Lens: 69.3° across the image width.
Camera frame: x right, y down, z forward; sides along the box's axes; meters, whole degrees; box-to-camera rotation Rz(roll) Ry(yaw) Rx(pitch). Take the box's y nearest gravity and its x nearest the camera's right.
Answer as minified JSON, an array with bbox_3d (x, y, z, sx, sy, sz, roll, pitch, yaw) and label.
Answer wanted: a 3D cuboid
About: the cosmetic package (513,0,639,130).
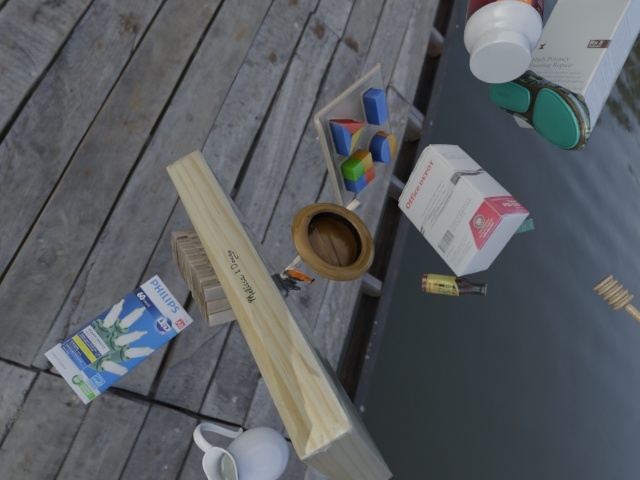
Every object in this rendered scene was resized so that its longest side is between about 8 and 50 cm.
[{"bbox_3d":[0.403,-0.289,0.726,0.086,0.117,0.231,33,82,-45],"label":"cosmetic package"}]

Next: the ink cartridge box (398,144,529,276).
[{"bbox_3d":[0.267,-0.064,0.906,0.092,0.158,0.217,-8,48,-32],"label":"ink cartridge box"}]

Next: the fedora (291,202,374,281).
[{"bbox_3d":[0.019,0.012,0.975,0.195,0.079,0.194,10,54,-14],"label":"fedora"}]

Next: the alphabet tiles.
[{"bbox_3d":[0.000,0.000,1.208,0.284,0.278,0.021,-45,85,5],"label":"alphabet tiles"}]

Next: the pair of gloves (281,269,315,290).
[{"bbox_3d":[-0.060,0.082,0.978,0.083,0.074,0.010,-28,131,-57],"label":"pair of gloves"}]

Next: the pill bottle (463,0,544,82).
[{"bbox_3d":[0.216,-0.266,0.545,0.086,0.086,0.151,26,65,-32],"label":"pill bottle"}]

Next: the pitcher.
[{"bbox_3d":[-0.175,0.470,1.033,0.177,0.125,0.207,49,16,27],"label":"pitcher"}]

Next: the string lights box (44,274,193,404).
[{"bbox_3d":[-0.422,0.205,0.993,0.260,0.077,0.133,-39,94,-21],"label":"string lights box"}]

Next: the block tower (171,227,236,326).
[{"bbox_3d":[-0.253,0.068,1.036,0.097,0.335,0.090,-12,117,-28],"label":"block tower"}]

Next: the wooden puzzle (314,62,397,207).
[{"bbox_3d":[0.134,-0.307,1.388,0.347,0.081,0.322,-49,140,-30],"label":"wooden puzzle"}]

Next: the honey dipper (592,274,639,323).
[{"bbox_3d":[0.407,0.111,0.567,0.031,0.030,0.160,-22,64,-38],"label":"honey dipper"}]

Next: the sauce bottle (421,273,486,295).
[{"bbox_3d":[0.275,0.093,0.956,0.042,0.128,0.042,-16,107,-63],"label":"sauce bottle"}]

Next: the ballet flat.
[{"bbox_3d":[0.285,-0.170,0.573,0.070,0.070,0.188,25,27,-32],"label":"ballet flat"}]

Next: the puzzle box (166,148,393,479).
[{"bbox_3d":[-0.054,0.098,0.584,0.052,0.408,0.272,-31,143,-5],"label":"puzzle box"}]

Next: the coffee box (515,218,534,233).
[{"bbox_3d":[0.641,-0.038,1.595,0.184,0.113,0.040,-10,86,-39],"label":"coffee box"}]
